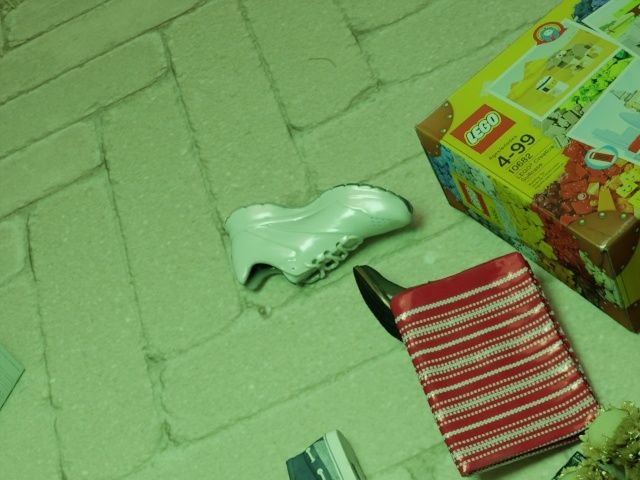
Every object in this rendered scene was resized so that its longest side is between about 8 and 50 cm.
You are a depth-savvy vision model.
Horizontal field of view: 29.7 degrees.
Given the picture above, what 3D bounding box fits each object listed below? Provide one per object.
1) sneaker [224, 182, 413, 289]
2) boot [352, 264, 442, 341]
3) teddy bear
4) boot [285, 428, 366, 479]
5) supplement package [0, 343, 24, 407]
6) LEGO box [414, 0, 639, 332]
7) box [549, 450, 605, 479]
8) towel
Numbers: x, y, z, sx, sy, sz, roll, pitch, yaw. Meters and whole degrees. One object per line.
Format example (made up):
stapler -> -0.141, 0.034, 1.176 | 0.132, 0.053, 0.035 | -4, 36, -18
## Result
sneaker -> 0.000, 0.000, 1.800 | 0.297, 0.111, 0.129 | -14, 63, 21
boot -> 0.141, 0.089, 1.660 | 0.106, 0.082, 0.219 | -32, 54, -16
teddy bear -> 0.413, 0.292, 1.317 | 0.338, 0.113, 0.245 | 1, 45, 29
boot -> 0.018, 0.329, 1.520 | 0.086, 0.069, 0.190 | -34, 36, 7
supplement package -> -0.624, 0.255, 1.824 | 0.178, 0.175, 0.293 | 8, 56, 30
LEGO box -> 0.447, -0.176, 1.641 | 0.500, 0.193, 0.372 | -41, 46, -10
box -> 0.313, 0.296, 1.423 | 0.067, 0.018, 0.083 | -44, 46, -13
towel -> 0.220, 0.150, 1.536 | 0.199, 0.031, 0.274 | -19, 55, -4
